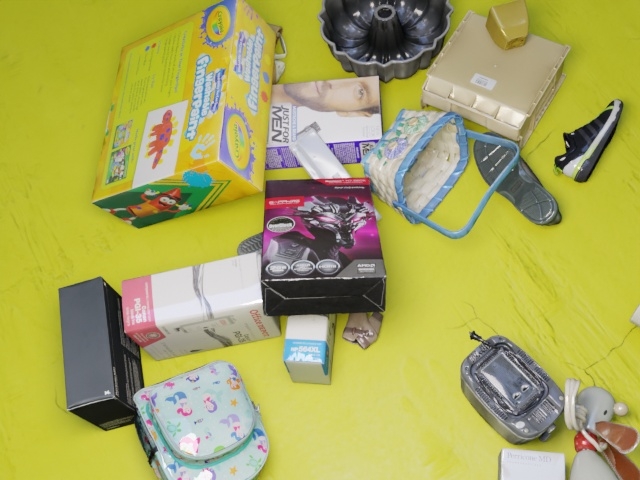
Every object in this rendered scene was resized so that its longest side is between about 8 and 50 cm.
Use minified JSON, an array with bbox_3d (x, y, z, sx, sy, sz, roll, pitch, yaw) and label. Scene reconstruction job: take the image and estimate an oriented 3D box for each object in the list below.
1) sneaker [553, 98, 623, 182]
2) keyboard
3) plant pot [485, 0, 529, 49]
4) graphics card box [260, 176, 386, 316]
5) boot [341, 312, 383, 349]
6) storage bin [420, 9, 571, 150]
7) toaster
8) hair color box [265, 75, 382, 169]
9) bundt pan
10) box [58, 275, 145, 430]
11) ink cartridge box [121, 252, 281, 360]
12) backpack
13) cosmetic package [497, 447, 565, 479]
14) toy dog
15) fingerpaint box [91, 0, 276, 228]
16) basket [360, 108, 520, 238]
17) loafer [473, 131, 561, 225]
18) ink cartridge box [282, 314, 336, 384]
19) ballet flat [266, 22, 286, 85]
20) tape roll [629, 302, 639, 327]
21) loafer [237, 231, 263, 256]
[{"bbox_3d":[0.597,-0.237,1.692,0.097,0.084,0.235,28,70,21],"label":"sneaker"},{"bbox_3d":[0.033,-0.131,1.694,0.072,0.014,0.256,-37,89,-2],"label":"keyboard"},{"bbox_3d":[0.430,-0.482,1.708,0.081,0.081,0.083,-16,74,0],"label":"plant pot"},{"bbox_3d":[0.000,0.000,1.508,0.232,0.094,0.371,-1,35,-1],"label":"graphics card box"},{"bbox_3d":[0.072,0.170,1.583,0.118,0.042,0.087,30,73,21],"label":"boot"},{"bbox_3d":[0.406,-0.373,1.767,0.262,0.123,0.260,27,70,19],"label":"storage bin"},{"bbox_3d":[0.349,0.283,1.427,0.129,0.146,0.227,-39,65,-13],"label":"toaster"},{"bbox_3d":[-0.022,-0.276,1.787,0.338,0.110,0.185,-3,62,5],"label":"hair color box"},{"bbox_3d":[0.162,-0.525,1.877,0.330,0.124,0.331,-3,62,6],"label":"bundt pan"},{"bbox_3d":[-0.444,0.233,1.542,0.103,0.184,0.261,-15,62,0],"label":"box"},{"bbox_3d":[-0.236,0.140,1.547,0.283,0.207,0.117,-12,63,2],"label":"ink cartridge box"},{"bbox_3d":[-0.219,0.370,1.437,0.225,0.191,0.254,-17,68,-26],"label":"backpack"},{"bbox_3d":[0.375,0.497,1.351,0.117,0.085,0.231,3,65,9],"label":"cosmetic package"},{"bbox_3d":[0.517,0.410,1.313,0.161,0.220,0.334,-1,67,25],"label":"toy dog"},{"bbox_3d":[-0.304,-0.287,1.731,0.371,0.163,0.445,-15,59,29],"label":"fingerpaint box"},{"bbox_3d":[0.248,-0.147,1.628,0.289,0.201,0.255,27,69,30],"label":"basket"},{"bbox_3d":[0.436,-0.130,1.676,0.096,0.084,0.267,-44,57,20],"label":"loafer"},{"bbox_3d":[-0.016,0.173,1.533,0.085,0.148,0.203,2,64,9],"label":"ink cartridge box"},{"bbox_3d":[-0.121,-0.461,1.913,0.073,0.080,0.232,1,64,-8],"label":"ballet flat"},{"bbox_3d":[0.721,0.097,1.415,0.169,0.246,0.246,35,73,22],"label":"tape roll"},{"bbox_3d":[-0.062,0.008,1.670,0.251,0.087,0.094,-20,36,-14],"label":"loafer"}]
